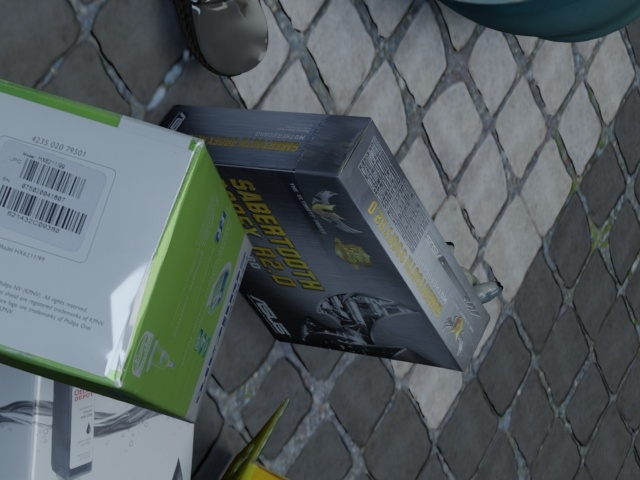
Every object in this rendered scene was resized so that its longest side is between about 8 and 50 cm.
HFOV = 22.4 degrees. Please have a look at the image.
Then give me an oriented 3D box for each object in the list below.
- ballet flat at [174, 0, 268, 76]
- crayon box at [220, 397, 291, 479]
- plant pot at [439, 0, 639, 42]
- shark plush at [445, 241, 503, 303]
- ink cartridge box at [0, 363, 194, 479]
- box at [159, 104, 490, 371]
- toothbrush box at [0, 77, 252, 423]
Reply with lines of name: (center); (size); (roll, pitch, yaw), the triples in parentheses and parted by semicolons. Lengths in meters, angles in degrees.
ballet flat: (-0.085, -0.240, 1.152); (0.084, 0.058, 0.250); (-15, 105, -13)
crayon box: (-0.079, 0.283, 1.127); (0.081, 0.202, 0.318); (28, 68, -4)
plant pot: (0.189, -0.289, 1.344); (0.255, 0.271, 0.272); (25, 75, -66)
shark plush: (0.100, 0.067, 1.441); (0.161, 0.073, 0.067); (-35, 153, -49)
ink cartridge box: (-0.164, 0.118, 1.074); (0.158, 0.092, 0.218); (-1, 95, -53)
box: (0.000, 0.000, 1.192); (0.056, 0.183, 0.231); (-60, 138, -26)
toothbrush box: (-0.158, 0.003, 0.840); (0.283, 0.206, 0.122); (77, 30, -79)
